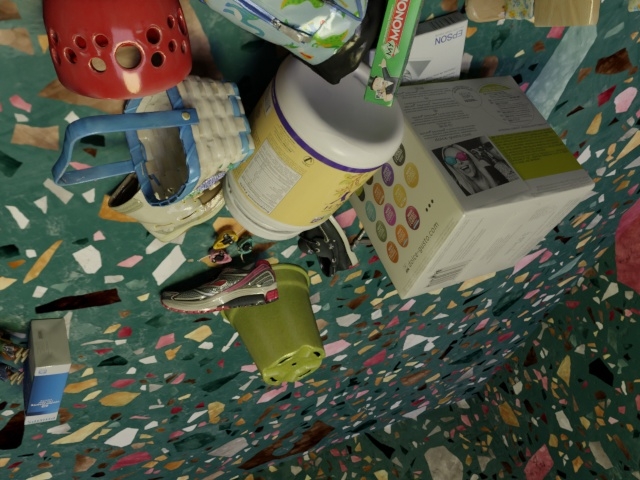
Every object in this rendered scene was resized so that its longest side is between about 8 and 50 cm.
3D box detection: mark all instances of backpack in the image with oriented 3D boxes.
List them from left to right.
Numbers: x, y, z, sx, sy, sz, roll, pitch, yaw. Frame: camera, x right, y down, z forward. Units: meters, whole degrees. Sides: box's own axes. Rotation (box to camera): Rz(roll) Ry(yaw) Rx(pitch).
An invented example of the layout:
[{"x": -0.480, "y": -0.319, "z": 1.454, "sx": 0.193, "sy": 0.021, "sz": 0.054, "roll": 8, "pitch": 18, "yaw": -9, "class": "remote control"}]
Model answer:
[{"x": -0.069, "y": -0.409, "z": 0.673, "sx": 0.355, "sy": 0.290, "sz": 0.273, "roll": 13, "pitch": 164, "yaw": -25, "class": "backpack"}]

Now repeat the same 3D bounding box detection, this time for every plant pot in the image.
[{"x": -0.284, "y": -0.313, "z": 0.722, "sx": 0.191, "sy": 0.191, "sz": 0.174, "roll": -16, "pitch": 135, "yaw": -17, "class": "plant pot"}, {"x": -0.114, "y": 0.248, "z": 1.469, "sx": 0.276, "sy": 0.254, "sz": 0.276, "roll": -18, "pitch": 143, "yaw": -14, "class": "plant pot"}]

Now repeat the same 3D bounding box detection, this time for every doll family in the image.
[{"x": -0.737, "y": 0.267, "z": 1.208, "sx": 0.111, "sy": 0.076, "sz": 0.193, "roll": 25, "pitch": 118, "yaw": -7, "class": "doll family"}]

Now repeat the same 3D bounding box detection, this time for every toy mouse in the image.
[{"x": -0.220, "y": 0.018, "z": 1.302, "sx": 0.161, "sy": 0.031, "sz": 0.143, "roll": -29, "pitch": 151, "yaw": 7, "class": "toy mouse"}]

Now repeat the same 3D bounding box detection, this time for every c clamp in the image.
[{"x": 0.141, "y": -0.029, "z": 1.495, "sx": 0.137, "sy": 0.022, "sz": 0.161, "roll": 8, "pitch": 132, "yaw": -39, "class": "c clamp"}]

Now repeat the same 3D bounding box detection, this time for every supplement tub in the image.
[{"x": -0.031, "y": -0.163, "z": 0.980, "sx": 0.241, "sy": 0.241, "sz": 0.331, "roll": -1, "pitch": 154, "yaw": -33, "class": "supplement tub"}]

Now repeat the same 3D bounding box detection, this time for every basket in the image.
[{"x": -0.270, "y": -0.157, "z": 0.857, "sx": 0.289, "sy": 0.201, "sz": 0.255, "roll": -13, "pitch": 179, "yaw": -33, "class": "basket"}]

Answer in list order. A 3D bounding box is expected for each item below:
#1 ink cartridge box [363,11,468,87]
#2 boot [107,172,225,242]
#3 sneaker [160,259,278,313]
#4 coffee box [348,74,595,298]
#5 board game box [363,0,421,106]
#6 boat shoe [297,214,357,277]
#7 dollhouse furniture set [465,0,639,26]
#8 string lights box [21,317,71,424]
[{"x": 0.194, "y": -0.344, "z": 1.118, "sx": 0.223, "sy": 0.045, "sz": 0.224, "roll": -21, "pitch": 144, "yaw": -10, "class": "ink cartridge box"}, {"x": -0.300, "y": -0.095, "z": 1.073, "sx": 0.213, "sy": 0.077, "sz": 0.165, "roll": -33, "pitch": 143, "yaw": 11, "class": "boot"}, {"x": -0.259, "y": 0.125, "z": 1.353, "sx": 0.299, "sy": 0.112, "sz": 0.121, "roll": -9, "pitch": 172, "yaw": -2, "class": "sneaker"}, {"x": 0.300, "y": -0.121, "z": 1.179, "sx": 0.338, "sy": 0.334, "sz": 0.338, "roll": -13, "pitch": 151, "yaw": -22, "class": "coffee box"}, {"x": 0.135, "y": -0.358, "z": 0.831, "sx": 0.046, "sy": 0.317, "sz": 0.213, "roll": 15, "pitch": 121, "yaw": 5, "class": "board game box"}, {"x": -0.002, "y": -0.003, "z": 1.344, "sx": 0.113, "sy": 0.127, "sz": 0.340, "roll": -37, "pitch": 152, "yaw": -3, "class": "boat shoe"}, {"x": 0.331, "y": -0.513, "z": 0.753, "sx": 0.256, "sy": 0.362, "sz": 0.394, "roll": -16, "pitch": 115, "yaw": -18, "class": "dollhouse furniture set"}, {"x": -0.676, "y": 0.322, "z": 1.289, "sx": 0.076, "sy": 0.133, "sz": 0.260, "roll": 1, "pitch": 136, "yaw": -35, "class": "string lights box"}]
